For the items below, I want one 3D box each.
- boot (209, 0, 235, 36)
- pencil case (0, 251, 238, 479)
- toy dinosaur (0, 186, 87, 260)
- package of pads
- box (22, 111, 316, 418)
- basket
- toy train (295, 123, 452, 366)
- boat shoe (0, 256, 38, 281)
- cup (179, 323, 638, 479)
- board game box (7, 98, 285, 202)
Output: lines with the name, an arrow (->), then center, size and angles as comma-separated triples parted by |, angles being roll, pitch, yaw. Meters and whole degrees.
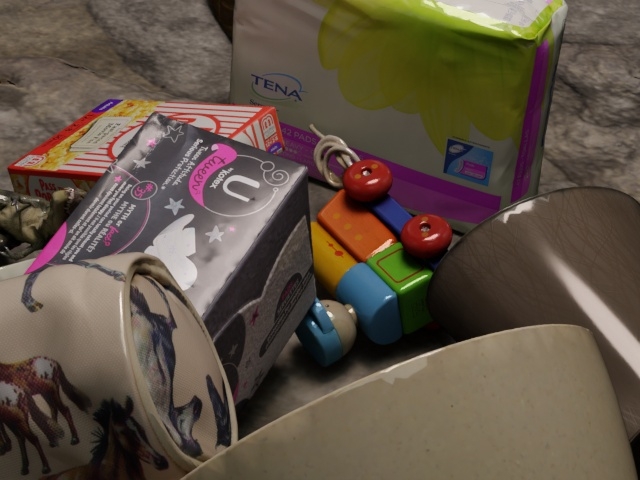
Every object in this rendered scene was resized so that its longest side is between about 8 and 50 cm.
boot -> 0.004, -0.256, 1.979 | 0.203, 0.095, 0.262 | -11, 41, -20
pencil case -> -0.255, 0.136, 1.238 | 0.410, 0.160, 0.184 | -17, 76, 10
toy dinosaur -> -0.275, -0.017, 1.599 | 0.118, 0.064, 0.268 | -14, 12, -28
package of pads -> 0.061, -0.151, 1.734 | 0.296, 0.229, 0.101 | 20, 38, 19
box -> -0.118, 0.059, 1.441 | 0.142, 0.163, 0.247 | 21, 54, 20
basket -> 0.223, 0.088, 1.506 | 0.204, 0.154, 0.227 | -13, 44, -21
toy train -> 0.000, 0.000, 1.642 | 0.143, 0.105, 0.248 | -28, 46, -19
boat shoe -> -0.187, 0.039, 1.582 | 0.227, 0.069, 0.081 | -15, 0, -32
cup -> 0.072, 0.233, 1.188 | 0.331, 0.331, 0.237 | -16, 68, -27
board game box -> -0.151, -0.071, 1.701 | 0.193, 0.045, 0.147 | 5, 31, 35
